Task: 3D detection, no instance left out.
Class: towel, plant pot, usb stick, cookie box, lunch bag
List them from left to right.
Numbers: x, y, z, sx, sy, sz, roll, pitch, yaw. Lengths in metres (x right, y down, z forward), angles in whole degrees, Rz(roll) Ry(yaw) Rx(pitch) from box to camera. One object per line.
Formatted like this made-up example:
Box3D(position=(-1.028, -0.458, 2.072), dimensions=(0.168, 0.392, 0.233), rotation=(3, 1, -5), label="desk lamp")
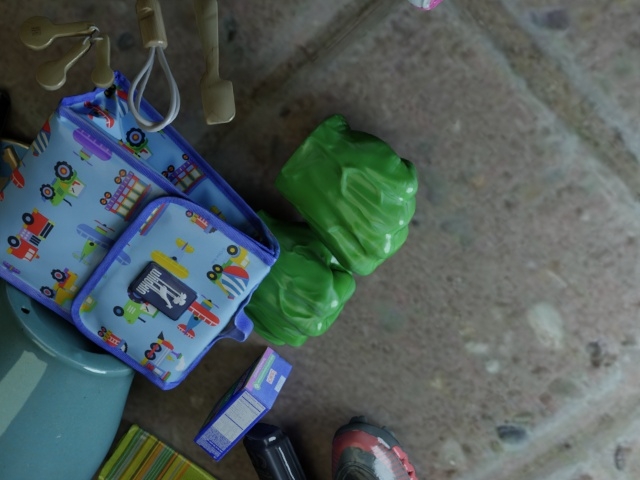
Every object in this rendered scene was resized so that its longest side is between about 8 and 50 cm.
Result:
Box3D(position=(-0.338, 0.164, 1.651), dimensions=(0.271, 0.272, 0.255), rotation=(38, 114, 0), label="plant pot")
Box3D(position=(-0.188, 0.007, 1.545), dimensions=(0.293, 0.138, 0.221), rotation=(40, 118, 2), label="lunch bag")
Box3D(position=(-0.156, 0.323, 1.787), dimensions=(0.237, 0.021, 0.102), rotation=(34, 121, 2), label="towel")
Box3D(position=(-0.088, 0.185, 1.658), dimensions=(0.040, 0.092, 0.107), rotation=(40, 120, -5), label="cookie box")
Box3D(position=(-0.018, 0.342, 1.723), dimensions=(0.077, 0.045, 0.278), rotation=(8, 125, 61), label="usb stick")

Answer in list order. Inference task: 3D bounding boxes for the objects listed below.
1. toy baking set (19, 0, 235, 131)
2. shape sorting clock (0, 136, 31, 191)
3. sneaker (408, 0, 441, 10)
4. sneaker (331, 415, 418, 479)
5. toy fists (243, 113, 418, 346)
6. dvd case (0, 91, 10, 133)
Box3D(position=(-0.183, -0.212, 1.477), dimensions=(0.256, 0.197, 0.030), rotation=(21, 162, 6), label="toy baking set")
Box3D(position=(-0.357, -0.024, 1.688), dimensions=(0.206, 0.040, 0.206), rotation=(8, 116, 17), label="shape sorting clock")
Box3D(position=(0.101, -0.341, 1.351), dimensions=(0.111, 0.103, 0.252), rotation=(15, 111, 17), label="sneaker")
Box3D(position=(0.059, 0.339, 1.653), dimensions=(0.097, 0.135, 0.276), rotation=(-2, 112, 22), label="sneaker")
Box3D(position=(0.000, 0.000, 1.542), dimensions=(0.142, 0.096, 0.279), rotation=(46, 122, 10), label="toy fists")
Box3D(position=(-0.480, -0.089, 1.640), dimensions=(0.238, 0.179, 0.029), rotation=(4, 157, 18), label="dvd case")
